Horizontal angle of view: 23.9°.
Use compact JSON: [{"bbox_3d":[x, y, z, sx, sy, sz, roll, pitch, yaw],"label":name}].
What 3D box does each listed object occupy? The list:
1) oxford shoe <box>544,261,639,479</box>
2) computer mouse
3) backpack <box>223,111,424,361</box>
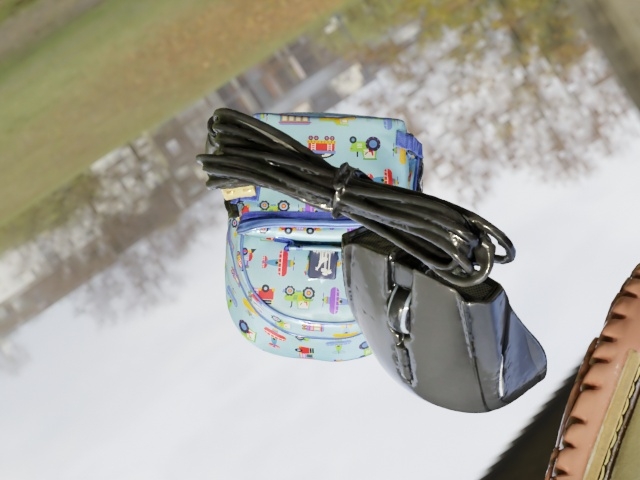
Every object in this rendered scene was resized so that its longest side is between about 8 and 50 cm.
[{"bbox_3d":[0.141,0.130,0.544,0.146,0.140,0.397,19,-124,19],"label":"oxford shoe"},{"bbox_3d":[0.021,0.024,0.797,0.060,0.184,0.262,-60,159,-12],"label":"computer mouse"},{"bbox_3d":[0.000,0.000,1.155,0.158,0.173,0.117,6,165,-1],"label":"backpack"}]
